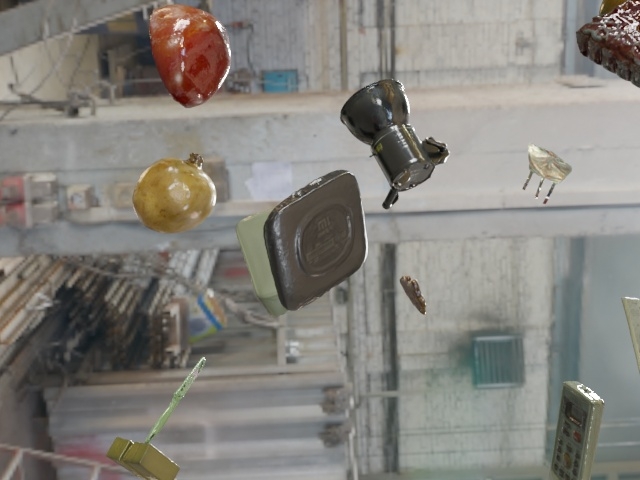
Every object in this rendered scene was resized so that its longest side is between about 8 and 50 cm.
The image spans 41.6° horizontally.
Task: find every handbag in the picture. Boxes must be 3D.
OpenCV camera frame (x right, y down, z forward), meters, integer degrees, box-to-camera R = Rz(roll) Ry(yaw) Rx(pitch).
[{"bbox_3d":[-0.042,0.017,1.665,0.079,0.219,0.256,64,3,-47],"label":"handbag"}]

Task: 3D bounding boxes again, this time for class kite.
[{"bbox_3d":[0.548,-0.164,2.084,0.229,0.127,0.016,-50,168,-47],"label":"kite"}]

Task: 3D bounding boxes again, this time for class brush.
[{"bbox_3d":[-0.309,0.468,1.667,0.233,0.103,0.047,50,54,-38],"label":"brush"}]

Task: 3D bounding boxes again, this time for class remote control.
[{"bbox_3d":[0.548,0.456,1.829,0.123,0.038,0.285,-133,-132,-69],"label":"remote control"}]

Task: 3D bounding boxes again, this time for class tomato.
[{"bbox_3d":[-0.265,-0.408,1.791,0.200,0.140,0.233,57,19,-47],"label":"tomato"}]

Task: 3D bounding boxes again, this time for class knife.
[{"bbox_3d":[-0.290,0.319,1.688,0.207,0.014,0.030,-56,149,-29],"label":"knife"}]

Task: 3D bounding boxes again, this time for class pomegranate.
[{"bbox_3d":[-0.318,-0.108,1.855,0.196,0.196,0.196,178,-90,-88],"label":"pomegranate"}]

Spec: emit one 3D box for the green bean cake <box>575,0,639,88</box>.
[{"bbox_3d":[0.707,-0.454,1.815,0.198,0.233,0.097,47,-4,32],"label":"green bean cake"}]

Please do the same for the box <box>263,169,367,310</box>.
[{"bbox_3d":[0.000,0.000,1.428,0.042,0.212,0.201,18,-50,48],"label":"box"}]

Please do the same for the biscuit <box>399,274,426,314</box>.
[{"bbox_3d":[0.240,0.136,2.211,0.130,0.019,0.119,51,-18,56],"label":"biscuit"}]

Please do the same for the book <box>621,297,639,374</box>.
[{"bbox_3d":[0.521,0.177,1.359,0.118,0.012,0.172,9,69,-59],"label":"book"}]

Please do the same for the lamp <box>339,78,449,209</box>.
[{"bbox_3d":[0.158,-0.192,1.685,0.227,0.172,0.147,62,-27,22],"label":"lamp"}]

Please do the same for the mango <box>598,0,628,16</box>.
[{"bbox_3d":[0.906,-0.724,2.459,0.221,0.120,0.151,-53,-174,15],"label":"mango"}]
